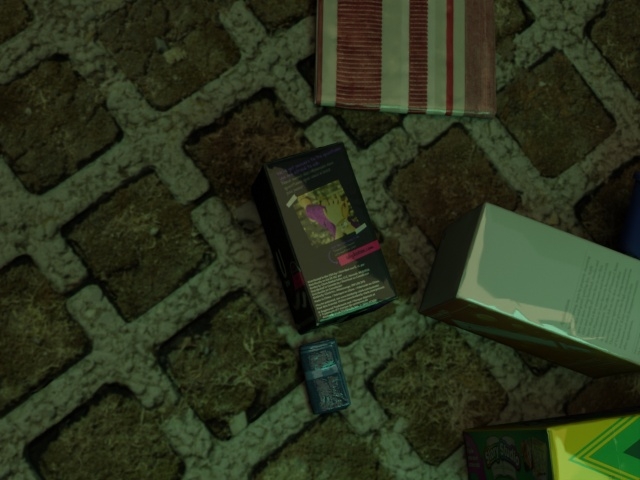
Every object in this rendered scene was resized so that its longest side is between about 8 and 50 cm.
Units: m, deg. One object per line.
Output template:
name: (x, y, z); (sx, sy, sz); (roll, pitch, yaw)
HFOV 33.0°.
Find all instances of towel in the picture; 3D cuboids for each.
towel: (0.006, 0.225, 1.785); (0.067, 0.029, 0.119); (-11, 82, -12)
towel: (0.152, -0.339, 1.924); (0.329, 0.037, 0.237); (3, 81, -9)

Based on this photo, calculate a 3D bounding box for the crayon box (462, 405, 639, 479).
crayon box: (0.429, 0.321, 1.678); (0.313, 0.363, 0.106); (-6, 81, -12)

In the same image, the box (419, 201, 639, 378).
box: (0.370, 0.090, 1.788); (0.345, 0.215, 0.168); (21, 76, -6)

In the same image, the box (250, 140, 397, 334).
box: (0.000, 0.000, 1.757); (0.143, 0.165, 0.270); (-17, 82, -14)

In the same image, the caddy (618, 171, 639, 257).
caddy: (0.637, -0.028, 1.727); (0.241, 0.341, 0.179); (13, 100, -23)

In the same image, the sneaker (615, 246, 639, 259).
sneaker: (0.586, -0.051, 1.939); (0.222, 0.083, 0.118); (-34, 76, -17)
